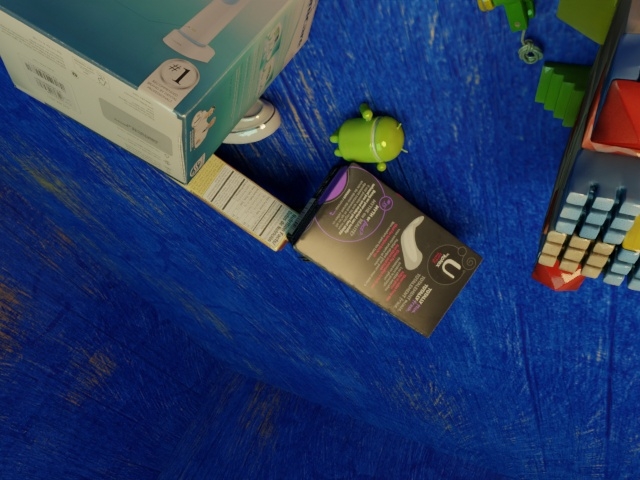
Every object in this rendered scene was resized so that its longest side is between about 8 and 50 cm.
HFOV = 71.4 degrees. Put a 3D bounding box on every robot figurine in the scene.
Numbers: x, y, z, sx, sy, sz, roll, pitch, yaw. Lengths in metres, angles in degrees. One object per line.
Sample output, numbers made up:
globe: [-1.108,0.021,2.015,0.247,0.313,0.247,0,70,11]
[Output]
robot figurine: [0.073,-0.151,0.668,0.115,0.067,0.101,6,132,36]

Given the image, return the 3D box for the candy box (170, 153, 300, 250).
candy box: [-0.187,-0.100,0.880,0.317,0.087,0.183,34,178,-2]

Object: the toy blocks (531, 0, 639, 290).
toy blocks: [0.277,-0.077,0.397,0.191,0.260,0.381,17,149,23]

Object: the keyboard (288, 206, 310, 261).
keyboard: [0.000,0.000,1.018,0.317,0.033,0.201,6,144,38]

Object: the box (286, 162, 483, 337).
box: [0.099,0.011,0.752,0.270,0.165,0.143,35,-179,-12]

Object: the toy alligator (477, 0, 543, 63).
toy alligator: [0.187,-0.247,0.428,0.056,0.051,0.190,6,167,38]

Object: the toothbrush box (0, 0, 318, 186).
toothbrush box: [-0.156,-0.244,0.491,0.216,0.295,0.126,30,153,-2]

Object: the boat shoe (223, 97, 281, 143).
boat shoe: [-0.190,-0.240,0.747,0.268,0.096,0.088,25,157,26]
